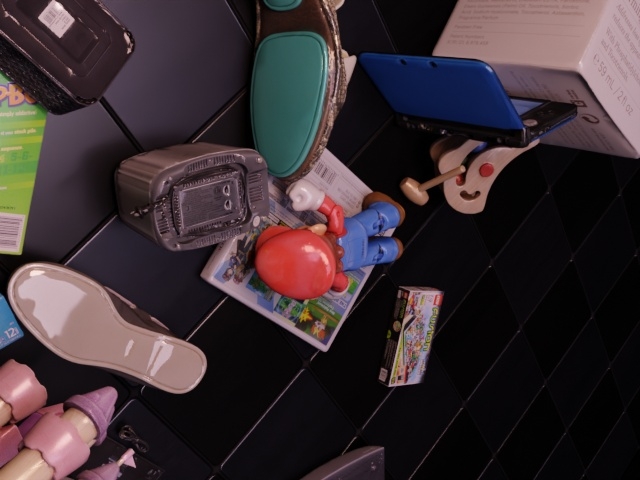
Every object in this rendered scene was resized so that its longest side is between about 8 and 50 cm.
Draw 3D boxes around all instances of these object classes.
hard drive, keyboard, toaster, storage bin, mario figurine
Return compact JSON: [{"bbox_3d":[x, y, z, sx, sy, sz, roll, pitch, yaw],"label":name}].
[{"bbox_3d":[0.026,0.528,1.532,0.254,0.054,0.172,-19,116,-36],"label":"hard drive"},{"bbox_3d":[-0.321,0.344,1.186,0.108,0.023,0.180,-50,131,-9],"label":"keyboard"},{"bbox_3d":[-0.193,-0.066,1.075,0.227,0.146,0.129,-21,116,-36],"label":"toaster"},{"bbox_3d":[-0.331,-0.253,0.904,0.180,0.084,0.122,45,60,-33],"label":"storage bin"},{"bbox_3d":[0.000,0.000,1.268,0.320,0.170,0.198,-16,79,-49],"label":"mario figurine"}]

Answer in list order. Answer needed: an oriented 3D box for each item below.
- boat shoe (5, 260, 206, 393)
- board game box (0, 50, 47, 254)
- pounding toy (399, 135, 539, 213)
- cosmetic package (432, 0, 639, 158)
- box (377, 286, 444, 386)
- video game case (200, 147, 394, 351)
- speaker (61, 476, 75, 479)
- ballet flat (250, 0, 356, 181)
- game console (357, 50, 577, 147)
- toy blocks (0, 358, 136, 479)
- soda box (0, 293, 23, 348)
[{"bbox_3d":[-0.313,0.129,1.087,0.335,0.095,0.112,38,75,-37],"label":"boat shoe"},{"bbox_3d":[-0.415,-0.114,0.939,0.124,0.039,0.259,7,101,-43],"label":"board game box"},{"bbox_3d":[0.303,-0.129,1.461,0.269,0.155,0.154,-35,119,13],"label":"pounding toy"},{"bbox_3d":[0.489,-0.422,1.441,0.329,0.327,0.394,31,82,-43],"label":"cosmetic package"},{"bbox_3d":[0.190,0.200,1.581,0.114,0.036,0.207,3,102,-42],"label":"box"},{"bbox_3d":[-0.020,0.007,1.331,0.329,0.036,0.300,38,78,-43],"label":"video game case"},{"bbox_3d":[-0.324,0.434,1.022,0.131,0.296,0.131,-15,114,-38],"label":"speaker"},{"bbox_3d":[-0.021,-0.338,1.146,0.182,0.164,0.483,-29,120,-49],"label":"ballet flat"},{"bbox_3d":[0.255,-0.271,1.305,0.250,0.293,0.173,-29,122,-32],"label":"game console"},{"bbox_3d":[-0.351,0.258,0.894,0.260,0.309,0.289,-46,140,-45],"label":"toy blocks"},{"bbox_3d":[-0.488,0.136,0.932,0.210,0.071,0.067,-33,124,-29],"label":"soda box"}]
